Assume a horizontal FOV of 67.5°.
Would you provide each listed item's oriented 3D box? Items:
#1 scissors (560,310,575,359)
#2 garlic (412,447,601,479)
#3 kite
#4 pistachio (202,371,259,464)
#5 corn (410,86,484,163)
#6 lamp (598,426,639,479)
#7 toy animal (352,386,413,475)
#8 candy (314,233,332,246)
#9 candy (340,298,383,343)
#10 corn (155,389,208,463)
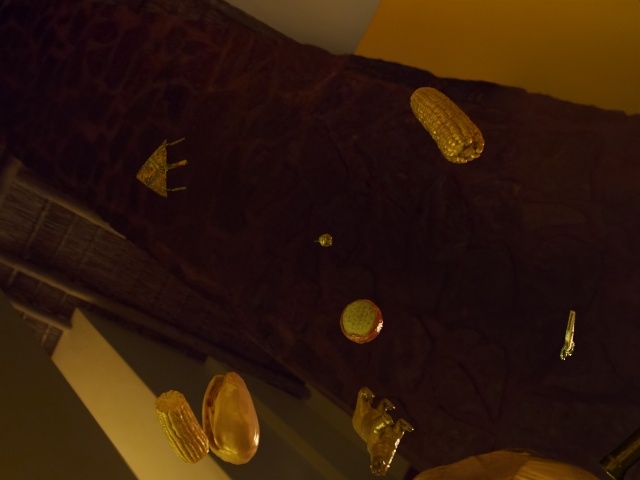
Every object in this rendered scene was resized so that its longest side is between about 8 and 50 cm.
[{"bbox_3d":[0.576,0.218,1.109,0.058,0.014,0.119,-15,-69,-35],"label":"scissors"},{"bbox_3d":[0.272,0.441,0.674,0.317,0.259,0.317,-22,-8,-3],"label":"garlic"},{"bbox_3d":[-0.432,-0.194,1.298,0.010,0.160,0.183,50,-150,-66],"label":"kite"},{"bbox_3d":[-0.317,0.635,1.715,0.214,0.193,0.318,11,-114,-55],"label":"pistachio"},{"bbox_3d":[0.293,-0.284,1.151,0.101,0.292,0.101,-10,-48,-12],"label":"corn"},{"bbox_3d":[0.701,0.490,0.831,0.205,0.272,0.374,-47,-55,5],"label":"lamp"},{"bbox_3d":[0.116,0.386,0.971,0.103,0.218,0.101,38,-94,-15],"label":"toy animal"},{"bbox_3d":[0.000,0.000,1.355,0.035,0.123,0.035,-21,-84,-18],"label":"candy"},{"bbox_3d":[0.097,0.189,1.126,0.103,0.103,0.043,-56,-37,-9],"label":"candy"},{"bbox_3d":[-0.383,0.524,1.329,0.093,0.093,0.244,-37,-51,-31],"label":"corn"}]
